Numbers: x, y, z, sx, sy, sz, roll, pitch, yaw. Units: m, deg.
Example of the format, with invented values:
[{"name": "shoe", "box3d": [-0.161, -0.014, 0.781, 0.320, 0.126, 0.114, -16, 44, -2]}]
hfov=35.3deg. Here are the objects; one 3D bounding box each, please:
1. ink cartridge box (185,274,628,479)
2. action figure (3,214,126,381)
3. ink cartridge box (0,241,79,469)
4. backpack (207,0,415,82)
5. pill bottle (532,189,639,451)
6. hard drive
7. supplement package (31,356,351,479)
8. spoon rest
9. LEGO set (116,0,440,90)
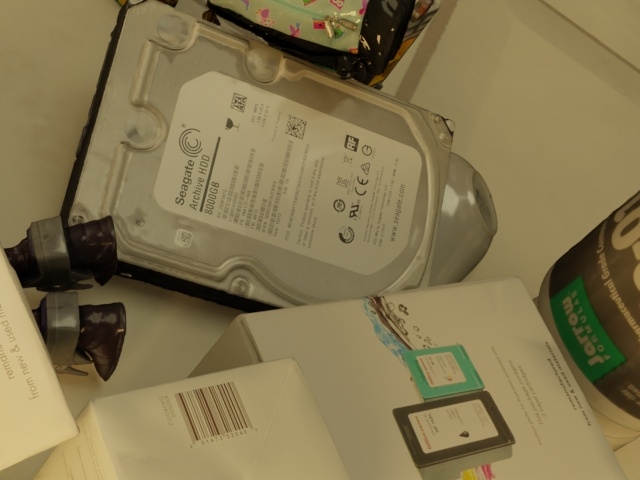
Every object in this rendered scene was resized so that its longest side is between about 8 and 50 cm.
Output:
[{"name": "ink cartridge box", "box3d": [0.043, 0.168, 0.757, 0.270, 0.198, 0.197, -5, 60, -36]}, {"name": "action figure", "box3d": [-0.285, 0.046, 0.711, 0.285, 0.099, 0.185, 1, 62, -25]}, {"name": "ink cartridge box", "box3d": [-0.318, 0.116, 0.495, 0.353, 0.207, 0.119, -22, 90, -23]}, {"name": "backpack", "box3d": [-0.008, -0.226, 0.912, 0.182, 0.115, 0.152, 22, 16, 5]}, {"name": "pill bottle", "box3d": [0.335, 0.053, 0.931, 0.204, 0.361, 0.204, 19, 47, -21]}, {"name": "hard drive", "box3d": [-0.046, -0.053, 0.909, 0.339, 0.064, 0.237, 19, 72, -21]}, {"name": "supplement package", "box3d": [-0.098, 0.193, 0.605, 0.139, 0.244, 0.134, -6, 60, -39]}, {"name": "spoon rest", "box3d": [0.132, 0.016, 1.022, 0.137, 0.084, 0.276, 53, 28, -35]}, {"name": "LEGO set", "box3d": [-0.038, -0.260, 1.054, 0.255, 0.192, 0.331, -22, 70, -43]}]
